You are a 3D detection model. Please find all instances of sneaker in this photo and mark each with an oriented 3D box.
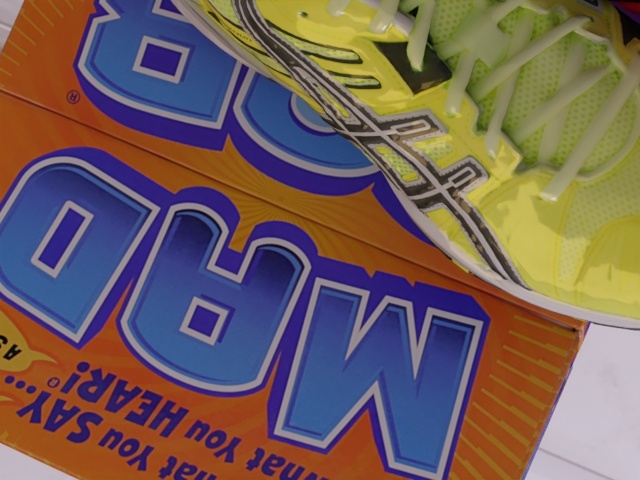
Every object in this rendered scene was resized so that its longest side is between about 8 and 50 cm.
[{"bbox_3d":[0.053,-0.083,0.723,0.384,0.145,0.147,32,179,16],"label":"sneaker"}]

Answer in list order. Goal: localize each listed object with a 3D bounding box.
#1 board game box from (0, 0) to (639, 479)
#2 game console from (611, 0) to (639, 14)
[{"bbox_3d":[0.000,0.000,1.011,0.356,0.356,0.356,23,177,11],"label":"board game box"},{"bbox_3d":[0.231,-0.096,0.542,0.342,0.060,0.386,18,-179,-33],"label":"game console"}]
